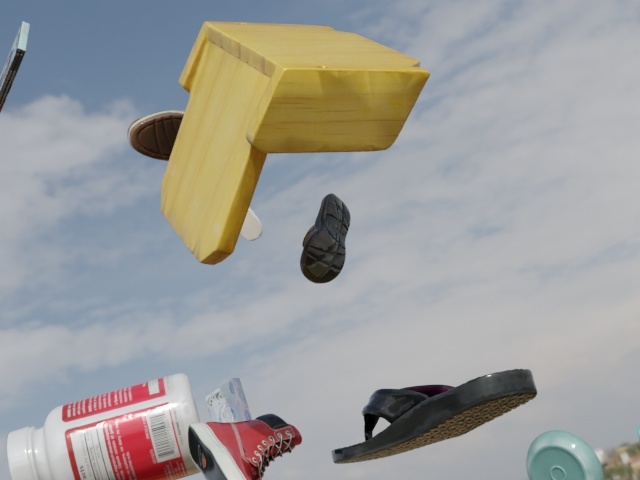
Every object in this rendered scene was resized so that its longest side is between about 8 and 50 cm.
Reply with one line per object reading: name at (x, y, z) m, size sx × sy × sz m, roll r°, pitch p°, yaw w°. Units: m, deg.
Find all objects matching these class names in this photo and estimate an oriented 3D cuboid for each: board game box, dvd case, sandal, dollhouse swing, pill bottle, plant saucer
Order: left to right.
dvd case at (-0.418, -0.225, 1.229) m, size 0.013 × 0.087 × 0.119 m, roll 21°, pitch -60°, yaw -26°
pill bottle at (-0.467, 0.454, 2.039) m, size 0.407 × 0.229 × 0.229 m, roll -14°, pitch -19°, yaw -9°
board game box at (-0.165, 0.307, 1.651) m, size 0.020 × 0.090 × 0.090 m, roll 3°, pitch -31°, yaw -44°
dollhouse swing at (-0.056, -0.150, 1.395) m, size 0.315 × 0.347 × 0.305 m, roll -4°, pitch -67°, yaw -25°
sandal at (0.000, 0.000, 1.649) m, size 0.060 × 0.219 × 0.090 m, roll -27°, pitch -57°, yaw 32°
sandal at (0.174, 0.275, 1.514) m, size 0.167 × 0.107 × 0.445 m, roll 4°, pitch -28°, yaw -38°
plant saucer at (0.344, 0.332, 1.312) m, size 0.119 × 0.119 × 0.021 m, roll -33°, pitch -16°, yaw 37°

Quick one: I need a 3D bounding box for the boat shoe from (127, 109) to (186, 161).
boat shoe at (-0.252, -0.203, 1.741) m, size 0.257 × 0.095 × 0.095 m, roll -6°, pitch 17°, yaw -33°

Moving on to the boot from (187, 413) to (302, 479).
boot at (-0.092, 0.343, 1.431) m, size 0.176 × 0.088 × 0.244 m, roll -4°, pitch 19°, yaw -22°

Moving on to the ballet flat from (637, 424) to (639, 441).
ballet flat at (0.650, 0.466, 1.641) m, size 0.106 × 0.316 × 0.107 m, roll -12°, pitch 13°, yaw 16°

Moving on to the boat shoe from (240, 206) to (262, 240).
boat shoe at (-0.178, -0.082, 1.831) m, size 0.066 × 0.184 × 0.063 m, roll -42°, pitch 12°, yaw 0°
